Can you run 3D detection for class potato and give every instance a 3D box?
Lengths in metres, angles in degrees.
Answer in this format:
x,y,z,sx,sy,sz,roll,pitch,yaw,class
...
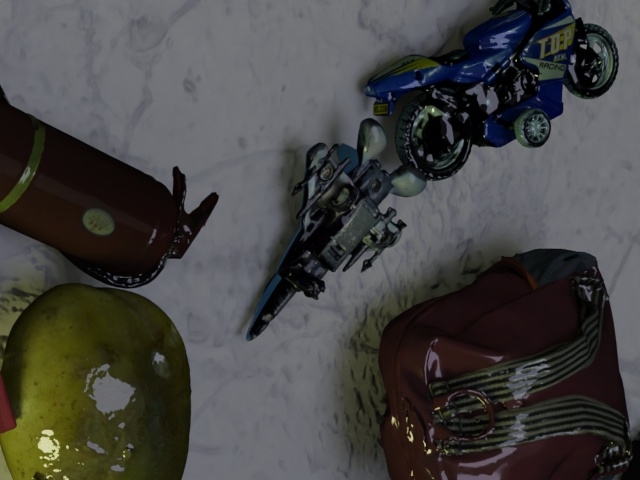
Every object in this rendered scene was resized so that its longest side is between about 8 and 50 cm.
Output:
x,y,z,sx,sy,sz,roll,pitch,yaw,class
-0.198,0.153,1.646,0.197,0.148,0.228,8,97,-37,potato

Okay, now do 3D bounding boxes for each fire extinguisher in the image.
x,y,z,sx,sy,sz,roll,pitch,yaw,class
-0.226,-0.058,1.589,0.341,0.105,0.141,27,82,-42,fire extinguisher

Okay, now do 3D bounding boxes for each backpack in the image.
x,y,z,sx,sy,sz,roll,pitch,yaw,class
0.195,0.161,1.980,0.317,0.197,0.283,-11,92,-46,backpack

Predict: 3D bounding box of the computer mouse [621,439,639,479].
x,y,z,sx,sy,sz,roll,pitch,yaw,class
0.501,0.354,2.394,0.323,0.116,0.183,42,67,-41,computer mouse

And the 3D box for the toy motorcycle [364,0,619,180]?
x,y,z,sx,sy,sz,roll,pitch,yaw,class
0.186,-0.183,1.954,0.315,0.113,0.169,-28,109,-27,toy motorcycle

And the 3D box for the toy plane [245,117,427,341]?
x,y,z,sx,sy,sz,roll,pitch,yaw,class
0.005,0.002,1.845,0.246,0.078,0.169,-57,133,-16,toy plane

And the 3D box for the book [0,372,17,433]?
x,y,z,sx,sy,sz,roll,pitch,yaw,class
-0.356,0.077,1.508,0.162,0.022,0.232,-17,115,-8,book
